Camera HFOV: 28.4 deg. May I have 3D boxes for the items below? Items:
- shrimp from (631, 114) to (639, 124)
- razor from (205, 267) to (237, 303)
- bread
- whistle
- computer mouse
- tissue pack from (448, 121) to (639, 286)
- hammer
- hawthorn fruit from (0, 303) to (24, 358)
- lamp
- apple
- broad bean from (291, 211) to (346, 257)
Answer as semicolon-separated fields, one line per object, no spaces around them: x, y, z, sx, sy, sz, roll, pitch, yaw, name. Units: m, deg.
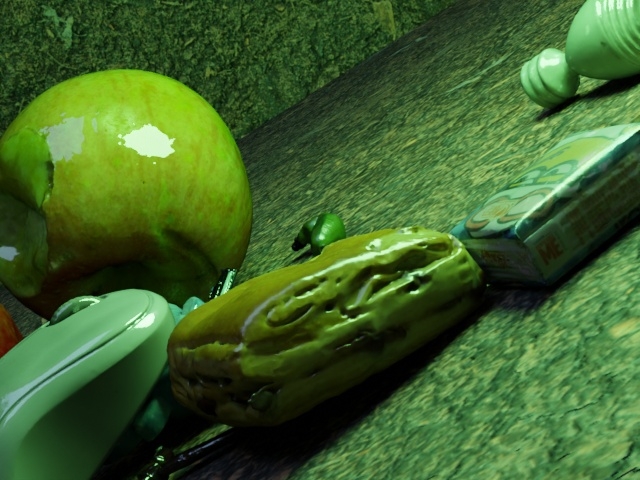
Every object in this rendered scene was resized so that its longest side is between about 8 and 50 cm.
0.326;-0.130;1.107;0.143;0.052;0.251;-27;13;41;shrimp
-0.191;0.114;1.511;0.253;0.042;0.082;-27;33;34;razor
-0.005;0.061;1.027;0.235;0.099;0.210;-29;8;-24;bread
-0.149;0.127;1.208;0.269;0.093;0.180;-25;33;38;whistle
-0.254;0.153;1.119;0.297;0.121;0.184;-58;21;-12;computer mouse
0.192;-0.029;1.005;0.155;0.065;0.115;-36;11;-18;tissue pack
-0.075;0.160;1.047;0.178;0.021;0.065;-30;11;13;hammer
-0.402;0.183;1.298;0.265;0.307;0.265;-7;56;11;hawthorn fruit
0.305;-0.214;1.411;0.193;0.106;0.106;-31;8;48;lamp
-0.252;-0.051;1.580;0.339;0.340;0.339;-31;11;7;apple
0.005;-0.006;1.470;0.061;0.046;0.195;-46;8;-7;broad bean
